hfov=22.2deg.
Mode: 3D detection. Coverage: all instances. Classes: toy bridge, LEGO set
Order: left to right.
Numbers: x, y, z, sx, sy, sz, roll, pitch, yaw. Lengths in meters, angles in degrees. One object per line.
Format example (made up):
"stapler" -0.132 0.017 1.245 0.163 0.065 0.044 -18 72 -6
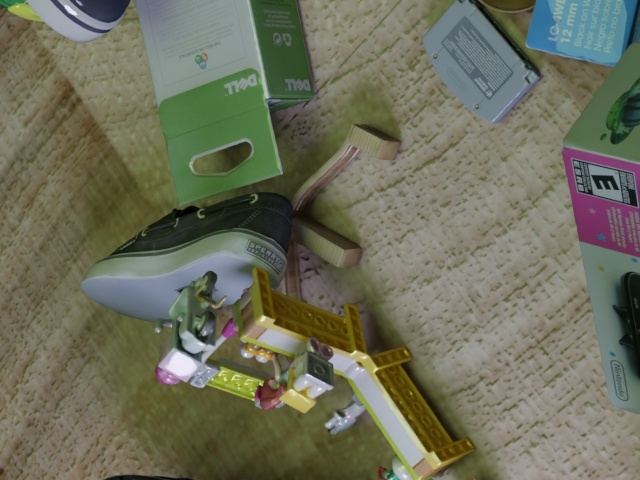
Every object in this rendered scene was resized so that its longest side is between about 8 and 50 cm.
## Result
"toy bridge" 0.000 0.000 1.210 0.063 0.026 0.188 31 110 31
"LEGO set" 0.002 0.129 1.162 0.287 0.132 0.107 37 123 -13

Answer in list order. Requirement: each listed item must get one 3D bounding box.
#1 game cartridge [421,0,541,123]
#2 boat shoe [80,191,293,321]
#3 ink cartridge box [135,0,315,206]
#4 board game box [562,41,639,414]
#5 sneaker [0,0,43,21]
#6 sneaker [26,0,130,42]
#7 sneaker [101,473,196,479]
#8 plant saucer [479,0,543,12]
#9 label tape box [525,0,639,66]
"game cartridge" 0.109 -0.124 1.132 0.056 0.017 0.083 -46 69 25
"boat shoe" -0.101 0.007 1.251 0.228 0.080 0.076 -18 45 51
"ink cartridge box" -0.071 -0.140 1.224 0.109 0.062 0.209 -15 85 36
"board game box" 0.300 0.029 0.899 0.303 0.097 0.224 15 142 33
"sneaker" -0.255 -0.323 1.298 0.109 0.123 0.296 -17 84 35
"sneaker" -0.159 -0.305 1.192 0.127 0.126 0.321 -22 60 32
"sneaker" -0.033 0.226 1.218 0.283 0.124 0.107 14 88 9
"plant saucer" 0.134 -0.196 1.108 0.083 0.015 0.083 3 96 34
"label tape box" 0.278 -0.194 0.946 0.347 0.115 0.249 18 104 28
